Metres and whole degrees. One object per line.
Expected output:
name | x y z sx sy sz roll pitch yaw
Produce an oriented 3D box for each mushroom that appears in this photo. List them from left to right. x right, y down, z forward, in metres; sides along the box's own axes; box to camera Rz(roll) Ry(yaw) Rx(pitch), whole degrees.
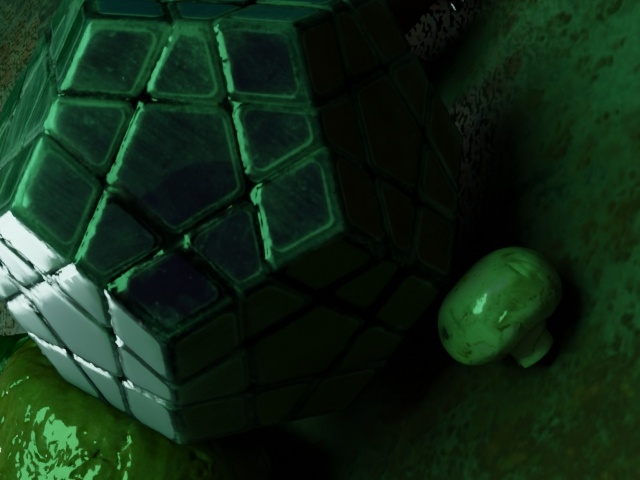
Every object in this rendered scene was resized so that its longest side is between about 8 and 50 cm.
mushroom | 0.110 0.043 0.967 0.083 0.067 0.083 -43 6 6

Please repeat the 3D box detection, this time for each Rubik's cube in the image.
Rubik's cube | -0.065 -0.031 1.013 0.319 0.319 0.264 -142 48 -57

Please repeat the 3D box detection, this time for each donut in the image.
donut | -0.143 0.153 1.128 0.128 0.208 0.261 -70 22 8

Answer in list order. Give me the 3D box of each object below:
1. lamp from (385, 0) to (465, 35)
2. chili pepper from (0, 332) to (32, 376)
lamp | 0.043 -0.215 1.155 0.182 0.140 0.182 -59 14 25
chili pepper | -0.280 0.138 1.472 0.270 0.099 0.136 0 97 50
